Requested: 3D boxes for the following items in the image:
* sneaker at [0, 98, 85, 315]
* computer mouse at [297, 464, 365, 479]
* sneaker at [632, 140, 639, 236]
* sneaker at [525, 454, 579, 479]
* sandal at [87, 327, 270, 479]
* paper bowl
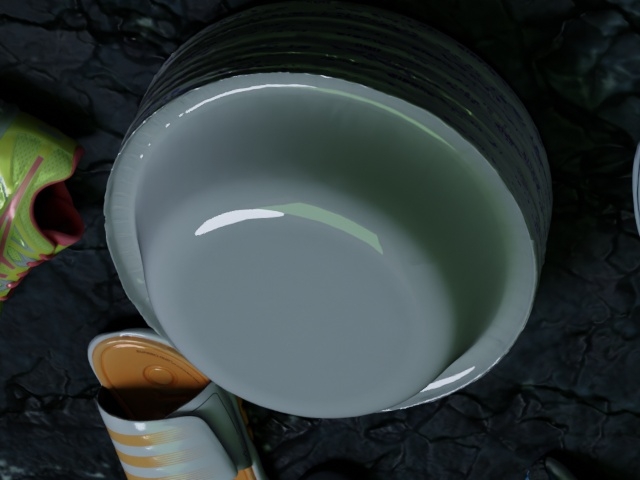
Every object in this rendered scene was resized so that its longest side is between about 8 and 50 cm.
[{"bbox_3d":[-0.215,-0.002,1.208,0.094,0.081,0.208,17,132,-2],"label":"sneaker"},{"bbox_3d":[0.007,0.272,1.412,0.071,0.041,0.242,7,132,9],"label":"computer mouse"},{"bbox_3d":[0.235,-0.055,1.026,0.094,0.091,0.258,7,132,10],"label":"sneaker"},{"bbox_3d":[0.234,0.227,1.299,0.191,0.083,0.071,49,160,-1],"label":"sneaker"},{"bbox_3d":[-0.096,0.177,1.333,0.102,0.076,0.265,-11,126,24],"label":"sandal"},{"bbox_3d":[0.000,0.000,1.106,0.284,0.148,0.284,9,132,10],"label":"paper bowl"}]
